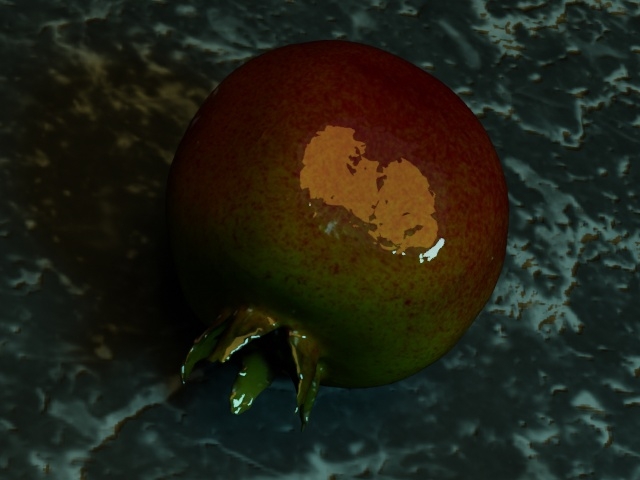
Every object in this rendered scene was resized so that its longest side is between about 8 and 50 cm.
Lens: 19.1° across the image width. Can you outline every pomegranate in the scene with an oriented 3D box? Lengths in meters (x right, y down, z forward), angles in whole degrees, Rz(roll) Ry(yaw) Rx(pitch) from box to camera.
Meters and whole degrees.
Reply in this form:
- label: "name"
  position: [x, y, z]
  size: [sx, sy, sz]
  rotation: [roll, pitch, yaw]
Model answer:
- label: "pomegranate"
  position: [0.000, 0.000, 1.201]
  size: [0.221, 0.221, 0.257]
  rotation: [31, 62, 2]
